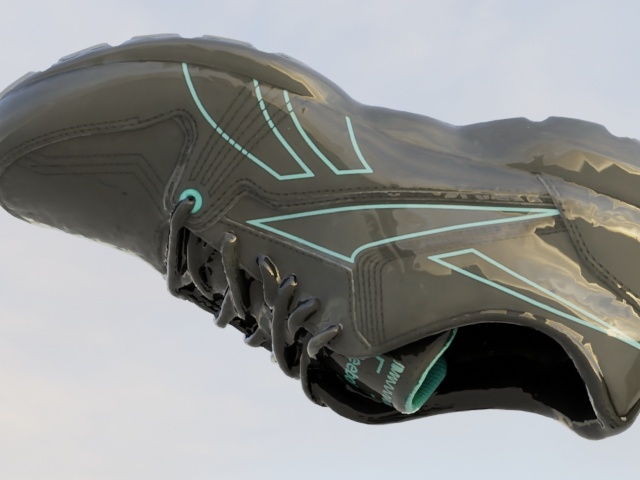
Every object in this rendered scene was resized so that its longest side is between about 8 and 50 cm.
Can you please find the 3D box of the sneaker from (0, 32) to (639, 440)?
[{"bbox_3d":[0.000,0.000,0.685,0.267,0.106,0.101,9,-32,8],"label":"sneaker"}]
